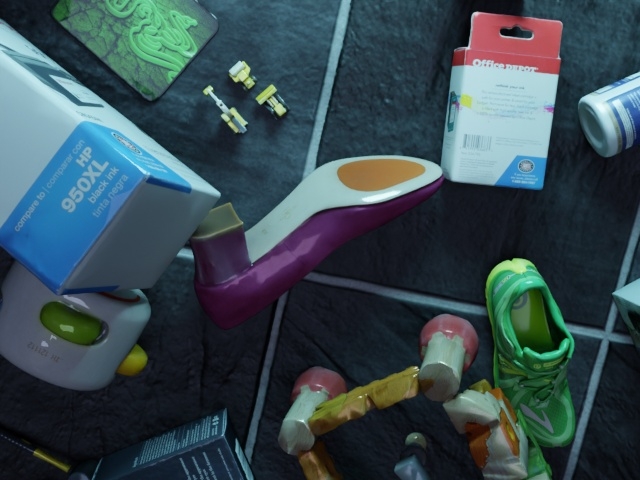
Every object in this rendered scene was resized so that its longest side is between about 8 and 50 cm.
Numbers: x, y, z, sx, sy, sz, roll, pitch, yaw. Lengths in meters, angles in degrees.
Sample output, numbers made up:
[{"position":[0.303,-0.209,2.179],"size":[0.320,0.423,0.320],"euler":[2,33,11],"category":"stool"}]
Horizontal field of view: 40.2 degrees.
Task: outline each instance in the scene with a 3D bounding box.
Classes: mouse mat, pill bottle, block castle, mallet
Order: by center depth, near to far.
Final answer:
[{"position":[-0.255,-0.304,1.200],"size":[0.190,0.007,0.152],"euler":[41,94,-11],"category":"mouse mat"},{"position":[0.461,-0.191,1.232],"size":[0.169,0.094,0.094],"euler":[-24,101,0],"category":"pill bottle"},{"position":[0.168,0.355,1.240],"size":[0.303,0.213,0.453],"euler":[-26,95,18],"category":"block castle"},{"position":[-0.409,0.311,1.264],"size":[0.190,0.062,0.039],"euler":[28,95,-8],"category":"mallet"}]

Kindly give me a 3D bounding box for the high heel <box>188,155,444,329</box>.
[{"position":[0.000,0.000,1.244],"size":[0.377,0.127,0.181],"euler":[-15,128,-6],"category":"high heel"}]

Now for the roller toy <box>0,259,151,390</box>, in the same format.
[{"position":[-0.339,0.107,1.172],"size":[0.191,0.209,0.146],"euler":[33,96,26],"category":"roller toy"}]

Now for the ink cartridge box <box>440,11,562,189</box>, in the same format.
[{"position":[0.251,-0.193,1.223],"size":[0.134,0.078,0.231],"euler":[5,99,-6],"category":"ink cartridge box"}]

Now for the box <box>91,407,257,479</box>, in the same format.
[{"position":[-0.204,0.362,1.266],"size":[0.207,0.108,0.153],"euler":[-21,101,0],"category":"box"}]

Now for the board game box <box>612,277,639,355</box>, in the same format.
[{"position":[0.559,0.206,1.243],"size":[0.098,0.224,0.303],"euler":[-28,100,-1],"category":"board game box"}]

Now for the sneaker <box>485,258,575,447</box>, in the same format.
[{"position":[0.307,0.176,1.267],"size":[0.109,0.123,0.295],"euler":[-17,102,-1],"category":"sneaker"}]

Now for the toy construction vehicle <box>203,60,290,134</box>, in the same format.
[{"position":[-0.103,-0.194,1.216],"size":[0.086,0.035,0.098],"euler":[-38,100,2],"category":"toy construction vehicle"}]

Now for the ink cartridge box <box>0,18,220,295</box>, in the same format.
[{"position":[-0.347,-0.121,1.033],"size":[0.395,0.285,0.166],"euler":[38,94,7],"category":"ink cartridge box"}]
